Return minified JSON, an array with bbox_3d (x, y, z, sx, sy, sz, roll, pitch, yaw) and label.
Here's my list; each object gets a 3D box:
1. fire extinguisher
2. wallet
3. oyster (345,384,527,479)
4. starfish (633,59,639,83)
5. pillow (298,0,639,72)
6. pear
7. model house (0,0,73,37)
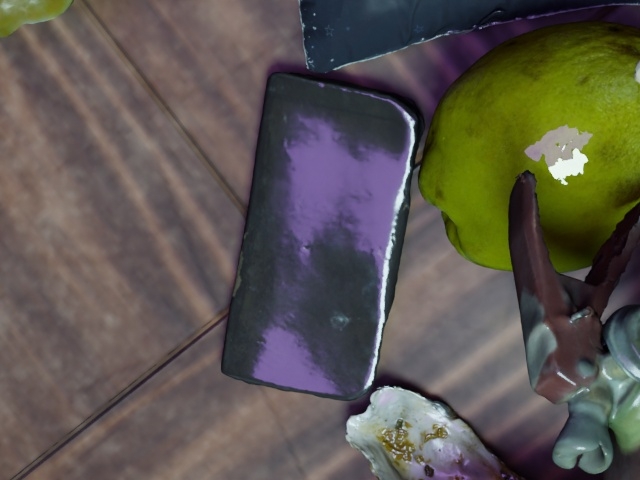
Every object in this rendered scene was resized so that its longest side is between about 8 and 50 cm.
[{"bbox_3d":[0.209,0.087,0.752,0.337,0.147,0.106,30,139,-13],"label":"fire extinguisher"},{"bbox_3d":[0.000,0.000,0.891,0.082,0.018,0.156,11,101,13],"label":"wallet"},{"bbox_3d":[0.055,0.109,0.888,0.093,0.034,0.051,43,90,16],"label":"oyster"},{"bbox_3d":[0.371,-0.085,0.740,0.384,0.132,0.398,35,102,11],"label":"starfish"},{"bbox_3d":[0.079,-0.159,0.828,0.208,0.055,0.141,-8,103,16],"label":"pillow"},{"bbox_3d":[0.106,-0.042,0.817,0.131,0.107,0.107,-38,88,8],"label":"pear"},{"bbox_3d":[-0.217,-0.201,0.833,0.239,0.173,0.268,-35,86,27],"label":"model house"}]
